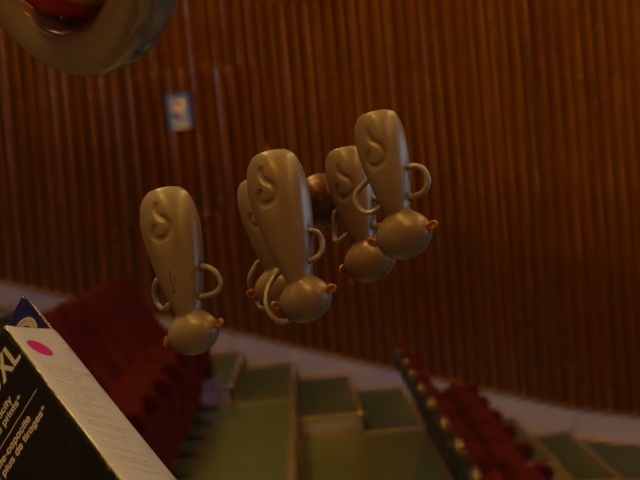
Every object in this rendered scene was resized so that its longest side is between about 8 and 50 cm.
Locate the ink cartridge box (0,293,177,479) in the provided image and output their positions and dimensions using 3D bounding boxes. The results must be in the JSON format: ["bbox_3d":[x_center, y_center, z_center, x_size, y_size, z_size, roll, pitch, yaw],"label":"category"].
[{"bbox_3d":[-0.190,0.182,0.841,0.069,0.176,0.371,25,8,-39],"label":"ink cartridge box"}]

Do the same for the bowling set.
[{"bbox_3d":[0.000,0.000,1.171,0.287,0.154,0.200,-18,-10,25],"label":"bowling set"}]

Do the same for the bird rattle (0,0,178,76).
[{"bbox_3d":[-0.165,-0.184,0.712,0.253,0.207,0.143,-38,-7,38],"label":"bird rattle"}]
